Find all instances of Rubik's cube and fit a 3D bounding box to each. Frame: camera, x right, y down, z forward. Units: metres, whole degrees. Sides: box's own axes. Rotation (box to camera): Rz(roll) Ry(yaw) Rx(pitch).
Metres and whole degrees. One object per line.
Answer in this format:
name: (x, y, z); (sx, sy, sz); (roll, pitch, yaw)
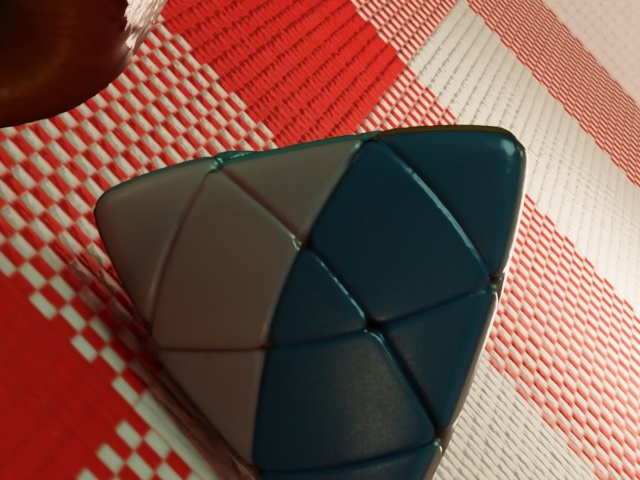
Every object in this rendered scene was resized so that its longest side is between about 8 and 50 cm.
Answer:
Rubik's cube: (0.000, 0.000, 0.978); (0.254, 0.254, 0.254); (41, 20, -19)

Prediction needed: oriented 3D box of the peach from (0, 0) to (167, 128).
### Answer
peach: (-0.208, -0.224, 0.850); (0.372, 0.290, 0.373); (46, 24, -27)
